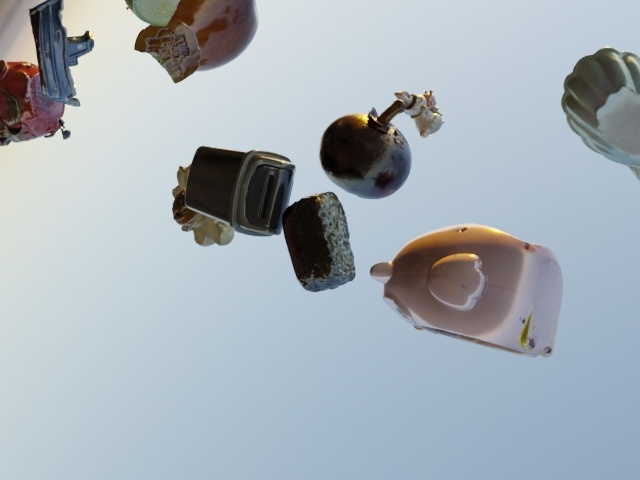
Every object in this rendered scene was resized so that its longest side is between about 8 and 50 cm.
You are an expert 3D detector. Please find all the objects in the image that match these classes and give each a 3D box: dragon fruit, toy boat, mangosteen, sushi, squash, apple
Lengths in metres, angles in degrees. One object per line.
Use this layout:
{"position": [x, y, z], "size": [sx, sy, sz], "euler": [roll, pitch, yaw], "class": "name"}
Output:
{"position": [-0.901, -0.398, 2.347], "size": [0.291, 0.250, 0.269], "euler": [-7, -172, 24], "class": "dragon fruit"}
{"position": [-0.624, -0.457, 1.969], "size": [0.309, 0.143, 0.129], "euler": [97, -23, -43], "class": "toy boat"}
{"position": [0.124, -0.233, 1.953], "size": [0.235, 0.236, 0.261], "euler": [-97, -151, -55], "class": "mangosteen"}
{"position": [0.623, -0.253, 1.645], "size": [0.199, 0.290, 0.100], "euler": [-38, -168, 23], "class": "toy boat"}
{"position": [0.000, 0.000, 1.813], "size": [0.126, 0.136, 0.225], "euler": [-25, -112, 23], "class": "sushi"}
{"position": [-0.321, -0.499, 1.601], "size": [0.289, 0.111, 0.203], "euler": [44, -43, 52], "class": "squash"}
{"position": [-0.327, -0.645, 2.235], "size": [0.339, 0.340, 0.339], "euler": [-44, -153, 29], "class": "apple"}

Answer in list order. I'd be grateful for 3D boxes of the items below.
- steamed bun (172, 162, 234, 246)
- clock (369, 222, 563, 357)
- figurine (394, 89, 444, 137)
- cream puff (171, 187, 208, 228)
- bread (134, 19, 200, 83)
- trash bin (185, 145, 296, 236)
{"position": [-0.337, -0.117, 2.521], "size": [0.292, 0.137, 0.295], "euler": [54, -41, 23], "class": "steamed bun"}
{"position": [0.330, 0.096, 1.777], "size": [0.377, 0.368, 0.250], "euler": [10, -99, 35], "class": "clock"}
{"position": [0.258, -0.352, 2.110], "size": [0.081, 0.146, 0.098], "euler": [-17, -152, 40], "class": "figurine"}
{"position": [-0.376, -0.100, 2.334], "size": [0.119, 0.104, 0.133], "euler": [-46, -132, 22], "class": "cream puff"}
{"position": [-0.359, -0.461, 1.922], "size": [0.125, 0.156, 0.086], "euler": [-52, -158, -3], "class": "bread"}
{"position": [-0.191, -0.128, 1.991], "size": [0.290, 0.182, 0.209], "euler": [17, -83, 41], "class": "trash bin"}
